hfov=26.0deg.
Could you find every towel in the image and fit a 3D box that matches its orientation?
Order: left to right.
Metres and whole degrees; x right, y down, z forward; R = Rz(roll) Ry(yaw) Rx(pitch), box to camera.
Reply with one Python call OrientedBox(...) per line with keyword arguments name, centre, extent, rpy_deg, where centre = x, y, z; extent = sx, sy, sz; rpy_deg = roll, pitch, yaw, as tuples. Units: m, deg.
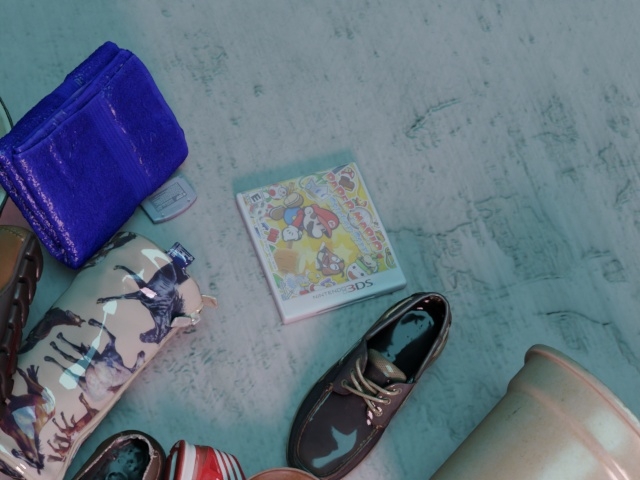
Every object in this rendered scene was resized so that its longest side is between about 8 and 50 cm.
OrientedBox(name="towel", centre=(-0.331, -0.131, 2.057), extent=(0.227, 0.076, 0.308), rpy_deg=(57, 48, -22))

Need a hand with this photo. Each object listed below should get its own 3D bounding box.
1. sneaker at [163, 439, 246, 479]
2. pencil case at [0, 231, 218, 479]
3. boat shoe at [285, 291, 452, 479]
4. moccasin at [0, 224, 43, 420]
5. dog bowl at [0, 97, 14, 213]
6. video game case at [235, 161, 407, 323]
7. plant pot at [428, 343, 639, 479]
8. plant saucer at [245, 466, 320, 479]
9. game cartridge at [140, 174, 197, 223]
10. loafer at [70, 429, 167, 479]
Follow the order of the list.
OrientedBox(name="sneaker", centre=(-0.159, 0.395, 1.921), extent=(0.128, 0.087, 0.221), rpy_deg=(14, 82, -23))
OrientedBox(name="pencil case", centre=(-0.330, 0.174, 1.958), extent=(0.184, 0.160, 0.410), rpy_deg=(28, 63, 19))
OrientedBox(name="boat shoe", centre=(0.070, 0.201, 2.022), extent=(0.132, 0.130, 0.355), rpy_deg=(33, 64, 8))
OrientedBox(name="moccasin", centre=(-0.476, 0.138, 1.812), extent=(0.147, 0.139, 0.380), rpy_deg=(4, 59, 5))
OrientedBox(name="dog bowl", centre=(-0.649, -0.092, 2.042), extent=(0.408, 0.150, 0.408), rpy_deg=(3, 65, -7))
OrientedBox(name="video game case", centre=(0.000, 0.000, 2.167), extent=(0.206, 0.026, 0.227), rpy_deg=(-16, 68, -16))
OrientedBox(name="plant pot", centre=(0.286, 0.364, 1.900), extent=(0.305, 0.334, 0.334), rpy_deg=(-38, 75, -11))
OrientedBox(name="plant saucer", centre=(-0.059, 0.415, 1.924), extent=(0.199, 0.036, 0.198), rpy_deg=(4, 80, -25))
OrientedBox(name="game cartridge", centre=(-0.237, -0.062, 2.165), extent=(0.083, 0.017, 0.056), rpy_deg=(-32, 70, -21))
OrientedBox(name="loafer", centre=(-0.335, 0.396, 1.866), extent=(0.134, 0.130, 0.366), rpy_deg=(27, 63, 5))
